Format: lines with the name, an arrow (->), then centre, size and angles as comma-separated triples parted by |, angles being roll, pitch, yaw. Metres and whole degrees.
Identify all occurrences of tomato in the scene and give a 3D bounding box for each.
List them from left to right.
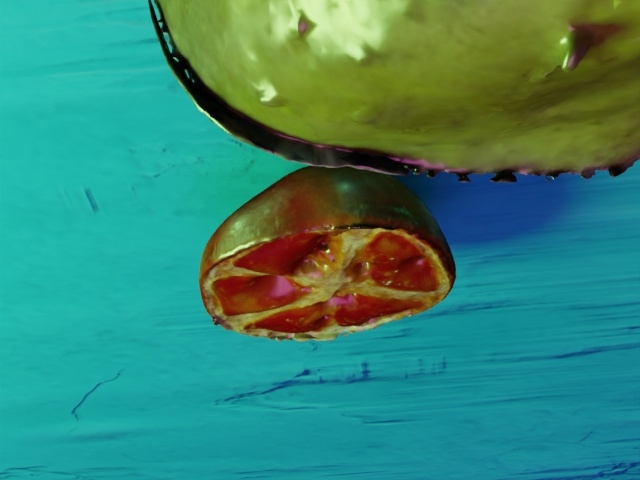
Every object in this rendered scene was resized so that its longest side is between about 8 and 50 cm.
tomato -> 0.000, 0.000, 0.944 | 0.155, 0.069, 0.155 | -6, 153, -3

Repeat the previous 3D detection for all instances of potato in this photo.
potato -> 0.080, -0.151, 0.499 | 0.229, 0.229, 0.266 | 6, 149, -18
